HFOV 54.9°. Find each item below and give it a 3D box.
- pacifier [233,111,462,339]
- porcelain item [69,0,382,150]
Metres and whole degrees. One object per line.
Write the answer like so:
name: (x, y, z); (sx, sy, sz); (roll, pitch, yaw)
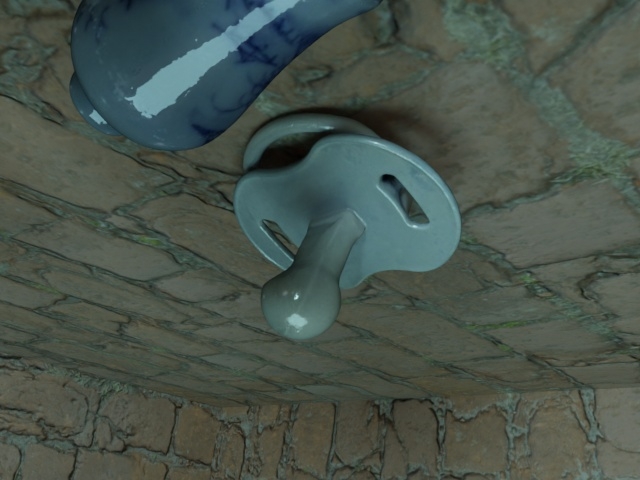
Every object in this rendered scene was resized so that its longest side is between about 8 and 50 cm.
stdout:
pacifier: (0.000, 0.000, 0.663); (0.287, 0.226, 0.238); (-15, 129, 38)
porcelain item: (-0.083, -0.154, 0.455); (0.259, 0.141, 0.141); (-20, 145, 32)
